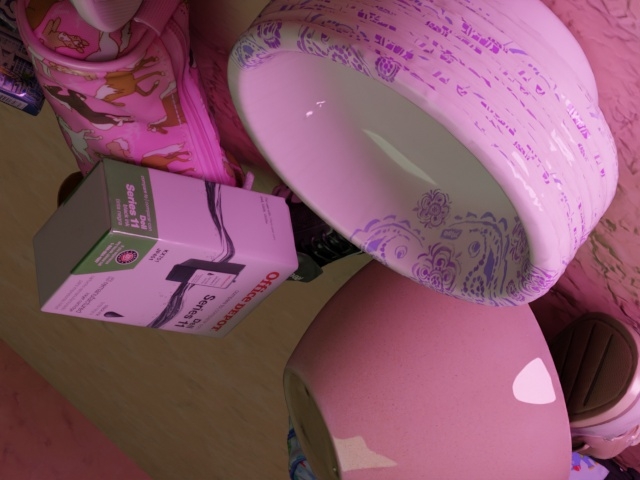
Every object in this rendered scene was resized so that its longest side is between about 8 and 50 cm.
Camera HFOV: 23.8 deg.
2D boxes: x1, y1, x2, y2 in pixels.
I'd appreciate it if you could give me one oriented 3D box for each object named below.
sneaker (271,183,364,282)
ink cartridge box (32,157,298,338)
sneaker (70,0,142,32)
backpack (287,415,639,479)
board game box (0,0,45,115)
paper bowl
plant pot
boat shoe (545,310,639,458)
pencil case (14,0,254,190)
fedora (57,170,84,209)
[{"bbox_3d":[0.000,0.000,1.516,0.078,0.106,0.234,46,159,-25],"label":"sneaker"},{"bbox_3d":[-0.147,0.012,1.453,0.208,0.086,0.153,11,142,-34],"label":"ink cartridge box"},{"bbox_3d":[-0.230,-0.295,1.231,0.151,0.094,0.255,15,133,38],"label":"sneaker"},{"bbox_3d":[0.137,0.243,1.670,0.355,0.273,0.290,48,168,6],"label":"backpack"},{"bbox_3d":[-0.320,-0.247,1.444,0.194,0.194,0.060,23,165,-20],"label":"board game box"},{"bbox_3d":[0.084,-0.095,1.097,0.284,0.148,0.284,33,160,14],"label":"paper bowl"},{"bbox_3d":[0.077,0.145,1.407,0.284,0.191,0.284,161,90,-73],"label":"plant pot"},{"bbox_3d":[0.257,0.141,1.410,0.103,0.113,0.302,26,168,-10],"label":"boat shoe"},{"bbox_3d":[-0.171,-0.126,1.458,0.386,0.167,0.160,74,-177,-59],"label":"pencil case"},{"bbox_3d":[-0.221,-0.026,1.827,0.194,0.194,0.079,40,123,-6],"label":"fedora"}]
